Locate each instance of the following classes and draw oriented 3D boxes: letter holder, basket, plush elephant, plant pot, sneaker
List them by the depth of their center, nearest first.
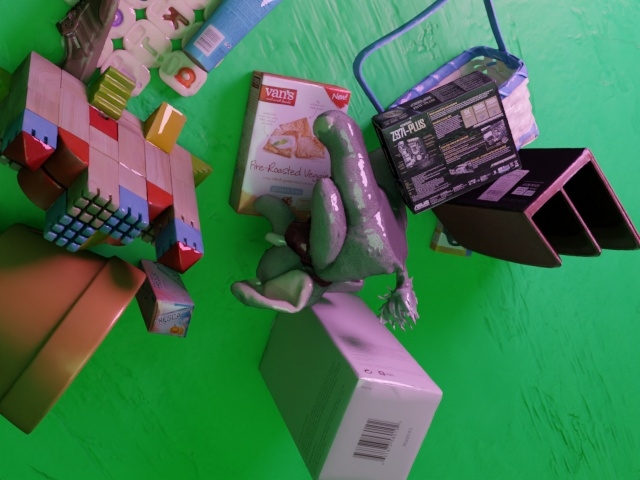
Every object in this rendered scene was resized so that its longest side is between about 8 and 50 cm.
[{"bbox_3d":[-0.339,-0.313,1.153,0.071,0.066,0.188,19,102,-23],"label":"sneaker"},{"bbox_3d":[-0.429,0.111,1.198,0.203,0.291,0.291,36,94,-10],"label":"plant pot"},{"bbox_3d":[0.000,0.000,1.258,0.255,0.272,0.330,-15,83,21],"label":"plush elephant"},{"bbox_3d":[0.209,-0.243,1.320,0.254,0.201,0.289,-34,124,-6],"label":"basket"},{"bbox_3d":[0.356,-0.029,1.361,0.152,0.302,0.214,-42,109,-12],"label":"letter holder"}]

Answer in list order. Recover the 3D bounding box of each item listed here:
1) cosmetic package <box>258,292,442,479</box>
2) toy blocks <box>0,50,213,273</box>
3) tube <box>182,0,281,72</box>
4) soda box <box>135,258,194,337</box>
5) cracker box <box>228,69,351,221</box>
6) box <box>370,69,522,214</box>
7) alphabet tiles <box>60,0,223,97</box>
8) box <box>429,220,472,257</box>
[{"bbox_3d":[0.031,0.230,1.338,0.155,0.365,0.197,15,106,-22],"label":"cosmetic package"},{"bbox_3d":[-0.312,-0.088,1.125,0.190,0.261,0.381,-40,130,22],"label":"toy blocks"},{"bbox_3d":[-0.123,-0.349,1.229,0.207,0.052,0.080,-48,122,-4],"label":"tube"},{"bbox_3d":[-0.254,0.090,1.287,0.063,0.183,0.058,11,105,-24],"label":"soda box"},{"bbox_3d":[-0.053,-0.153,1.336,0.155,0.067,0.232,5,106,-22],"label":"cracker box"},{"bbox_3d":[0.188,-0.146,1.200,0.180,0.077,0.147,-24,115,1],"label":"box"},{"bbox_3d":[-0.255,-0.364,1.213,0.278,0.021,0.284,37,94,-26],"label":"alphabet tiles"},{"bbox_3d":[0.264,-0.039,1.513,0.081,0.028,0.136,10,107,-22],"label":"box"}]
